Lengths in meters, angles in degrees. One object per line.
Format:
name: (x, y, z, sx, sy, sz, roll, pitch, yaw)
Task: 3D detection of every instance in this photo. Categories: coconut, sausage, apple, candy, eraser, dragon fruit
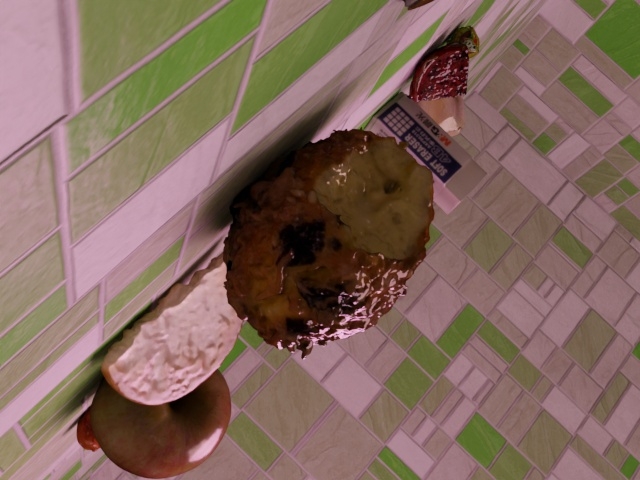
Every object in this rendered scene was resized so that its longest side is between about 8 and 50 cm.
coconut: (0.318, -0.358, 2.195, 0.147, 0.153, 0.147, -6, 176, 0)
sausage: (-0.448, 0.366, 1.714, 0.179, 0.089, 0.089, -49, 177, -18)
apple: (-0.308, 0.330, 1.540, 0.257, 0.257, 0.234, -43, 179, -42)
candy: (0.332, -0.464, 1.919, 0.077, 0.073, 0.262, -29, -173, 10)
eraser: (0.241, -0.203, 1.852, 0.124, 0.279, 0.081, -43, 176, -32)
dragon fruit: (0.253, -0.380, 1.787, 0.161, 0.120, 0.127, -112, -160, -67)

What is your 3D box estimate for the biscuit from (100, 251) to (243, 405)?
biscuit: (-0.239, 0.172, 1.417, 0.309, 0.040, 0.205, -44, 135, -28)

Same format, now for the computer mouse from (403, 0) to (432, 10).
computer mouse: (0.200, -0.397, 1.064, 0.245, 0.056, 0.126, -48, 176, 41)

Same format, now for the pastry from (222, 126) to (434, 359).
pastry: (-0.005, 0.001, 1.289, 0.337, 0.292, 0.405, -38, -165, 41)
